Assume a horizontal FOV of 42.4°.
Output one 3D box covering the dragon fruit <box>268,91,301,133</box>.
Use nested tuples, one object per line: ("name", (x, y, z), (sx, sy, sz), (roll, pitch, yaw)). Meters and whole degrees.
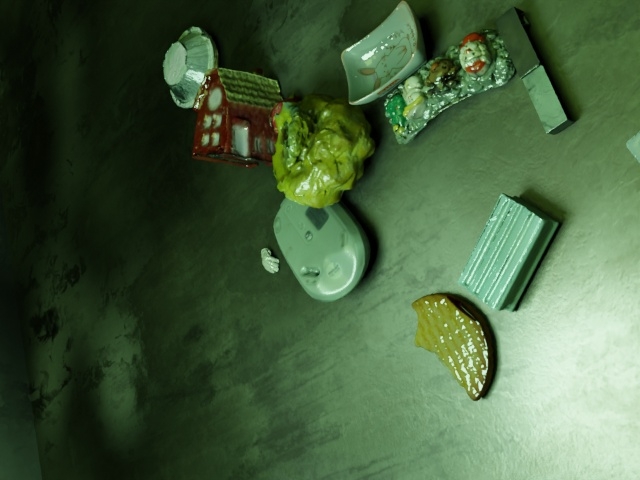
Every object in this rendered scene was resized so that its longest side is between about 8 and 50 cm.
("dragon fruit", (-0.077, -0.308, 2.012), (0.086, 0.081, 0.116), (1, 58, 52))

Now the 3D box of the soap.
("soap", (0.348, 0.025, 1.536), (0.114, 0.063, 0.198), (42, 116, 42))

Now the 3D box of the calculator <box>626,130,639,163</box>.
("calculator", (0.611, -0.104, 1.298), (0.161, 0.021, 0.261), (-46, 55, 34))

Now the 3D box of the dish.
("dish", (0.147, -0.390, 1.770), (0.212, 0.077, 0.151), (-33, 54, 40))

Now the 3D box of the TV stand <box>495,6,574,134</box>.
("TV stand", (0.397, -0.316, 1.532), (0.049, 0.040, 0.256), (-36, 61, 38))

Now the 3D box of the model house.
("model house", (-0.205, -0.316, 2.064), (0.160, 0.196, 0.254), (-4, 83, 49))

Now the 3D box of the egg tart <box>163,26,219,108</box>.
("egg tart", (-0.379, -0.492, 2.341), (0.234, 0.094, 0.234), (-3, 86, 48))

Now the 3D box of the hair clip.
("hair clip", (0.237, -0.317, 1.667), (0.321, 0.091, 0.138), (-32, 61, 39))

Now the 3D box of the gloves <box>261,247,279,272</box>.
("gloves", (-0.131, 0.049, 2.071), (0.081, 0.037, 0.044), (49, 156, 31))

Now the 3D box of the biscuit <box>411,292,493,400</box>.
("biscuit", (0.264, 0.208, 1.633), (0.176, 0.031, 0.228), (-26, 69, 43))

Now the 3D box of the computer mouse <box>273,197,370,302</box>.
("computer mouse", (0.004, 0.002, 1.885), (0.197, 0.095, 0.331), (-48, 44, 15))

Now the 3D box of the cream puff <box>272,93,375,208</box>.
("cream puff", (-0.020, -0.212, 1.835), (0.282, 0.185, 0.282), (-19, 57, 32))
